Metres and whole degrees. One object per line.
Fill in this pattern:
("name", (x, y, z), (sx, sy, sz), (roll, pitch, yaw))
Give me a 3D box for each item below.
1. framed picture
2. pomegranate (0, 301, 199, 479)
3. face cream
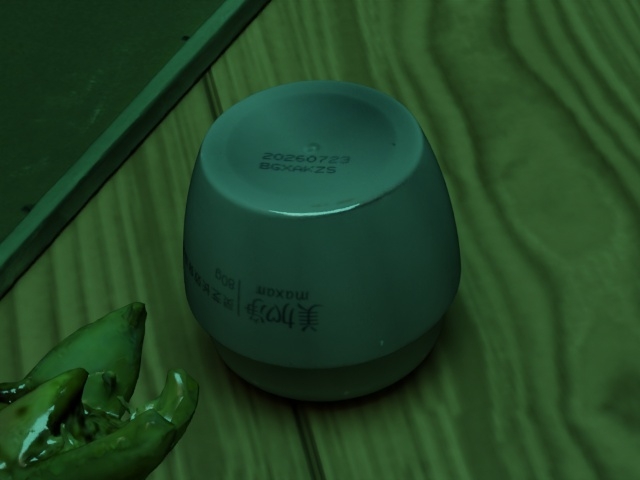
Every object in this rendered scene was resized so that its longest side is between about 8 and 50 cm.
("framed picture", (-0.199, -0.075, 0.980), (0.240, 0.020, 0.324), (15, 45, 22))
("pomegranate", (-0.136, 0.124, 0.586), (0.211, 0.263, 0.211), (31, 15, -9))
("face cream", (0.000, 0.000, 0.808), (0.117, 0.104, 0.117), (-2, 40, 2))
